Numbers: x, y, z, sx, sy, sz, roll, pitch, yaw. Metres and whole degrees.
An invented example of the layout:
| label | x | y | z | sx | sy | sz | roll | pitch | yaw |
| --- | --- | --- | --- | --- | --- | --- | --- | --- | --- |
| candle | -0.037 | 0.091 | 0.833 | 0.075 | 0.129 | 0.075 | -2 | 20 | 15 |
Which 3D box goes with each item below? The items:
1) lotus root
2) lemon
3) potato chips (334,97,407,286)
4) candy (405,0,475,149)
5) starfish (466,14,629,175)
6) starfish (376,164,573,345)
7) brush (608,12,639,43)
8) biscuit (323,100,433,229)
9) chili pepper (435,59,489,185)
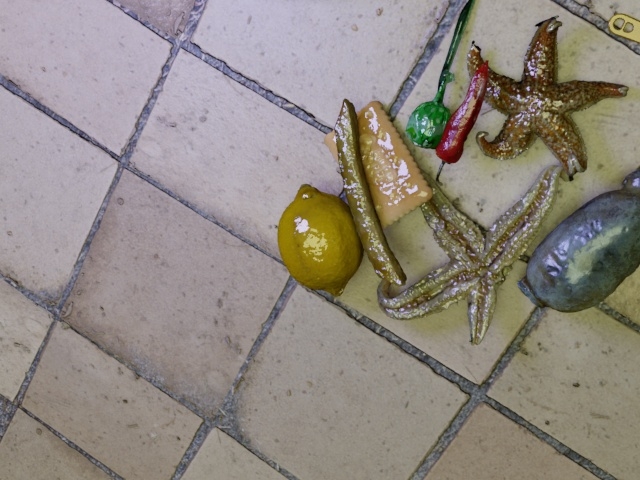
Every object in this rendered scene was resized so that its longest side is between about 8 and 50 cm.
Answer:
| label | x | y | z | sx | sy | sz | roll | pitch | yaw |
| --- | --- | --- | --- | --- | --- | --- | --- | --- | --- |
| lotus root | 0.547 | 0.013 | 1.438 | 0.175 | 0.175 | 0.349 | 41 | 110 | 4 |
| lemon | 0.000 | 0.000 | 1.578 | 0.188 | 0.188 | 0.256 | -14 | 95 | 19 |
| potato chips | 0.091 | -0.094 | 1.523 | 0.080 | 0.057 | 0.406 | -18 | 85 | 32 |
| candy | 0.259 | -0.345 | 1.485 | 0.097 | 0.097 | 0.323 | 19 | 100 | 11 |
| starfish | 0.439 | -0.284 | 1.427 | 0.312 | 0.113 | 0.303 | 5 | 105 | 18 |
| starfish | 0.302 | -0.001 | 1.547 | 0.324 | 0.082 | 0.432 | 23 | 103 | 18 |
| brush | 0.681 | -0.368 | 1.385 | 0.272 | 0.013 | 0.103 | 26 | 108 | 9 |
| biscuit | 0.120 | -0.160 | 1.554 | 0.160 | 0.030 | 0.249 | -33 | 79 | 26 |
| chili pepper | 0.284 | -0.229 | 1.450 | 0.059 | 0.050 | 0.268 | 15 | 115 | -16 |
